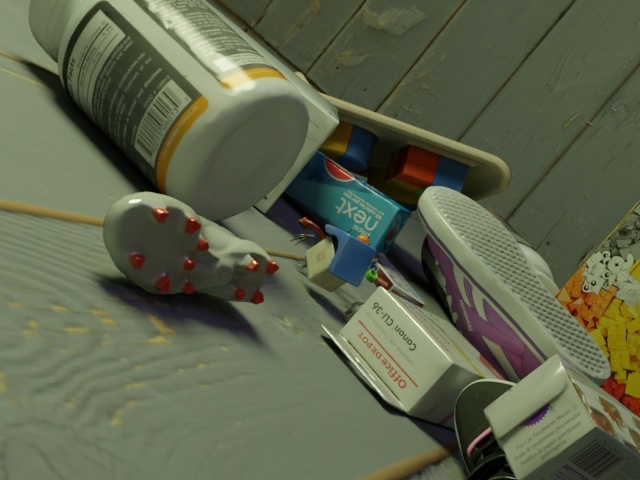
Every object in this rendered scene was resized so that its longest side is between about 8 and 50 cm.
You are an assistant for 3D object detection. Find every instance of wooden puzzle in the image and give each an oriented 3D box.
[{"bbox_3d":[0.075,-0.120,1.669,0.348,0.080,0.322,23,-10,-11],"label":"wooden puzzle"}]

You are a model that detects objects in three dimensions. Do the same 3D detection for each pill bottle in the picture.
[{"bbox_3d":[0.259,0.061,1.663,0.161,0.161,0.283,37,10,-17],"label":"pill bottle"},{"bbox_3d":[-0.154,-0.160,1.066,0.278,0.162,0.162,45,10,26],"label":"pill bottle"}]

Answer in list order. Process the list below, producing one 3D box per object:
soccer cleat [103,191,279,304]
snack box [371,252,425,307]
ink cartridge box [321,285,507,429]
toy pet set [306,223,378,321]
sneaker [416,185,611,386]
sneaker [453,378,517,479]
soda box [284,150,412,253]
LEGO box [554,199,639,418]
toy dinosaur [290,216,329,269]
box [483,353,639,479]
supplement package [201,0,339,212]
[{"bbox_3d":[-0.106,0.006,0.810,0.076,0.068,0.196,28,1,30],"label":"soccer cleat"},{"bbox_3d":[0.080,0.037,1.502,0.064,0.022,0.178,33,11,-34],"label":"snack box"},{"bbox_3d":[0.097,0.115,1.056,0.115,0.067,0.198,46,11,34],"label":"ink cartridge box"},{"bbox_3d":[0.044,0.024,1.151,0.114,0.065,0.122,30,40,-37],"label":"toy pet set"},{"bbox_3d":[0.165,0.084,1.188,0.102,0.161,0.282,-8,56,-47],"label":"sneaker"},{"bbox_3d":[0.155,0.180,0.852,0.147,0.104,0.295,40,12,-34],"label":"sneaker"},{"bbox_3d":[0.016,-0.067,1.504,0.210,0.071,0.067,35,7,18],"label":"soda box"},{"bbox_3d":[0.492,0.154,1.495,0.193,0.372,0.500,46,12,33],"label":"LEGO box"},{"bbox_3d":[0.000,0.000,1.211,0.047,0.090,0.082,51,-29,28],"label":"toy dinosaur"},{"bbox_3d":[0.233,0.180,0.772,0.324,0.067,0.063,34,24,-39],"label":"box"},{"bbox_3d":[-0.121,-0.184,1.373,0.262,0.145,0.204,39,9,-7],"label":"supplement package"}]
